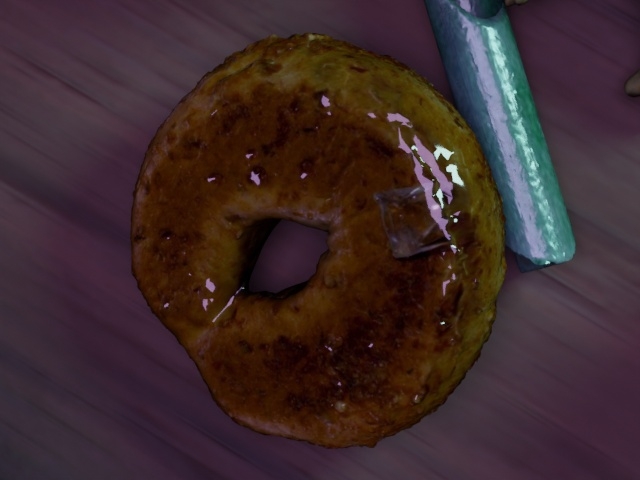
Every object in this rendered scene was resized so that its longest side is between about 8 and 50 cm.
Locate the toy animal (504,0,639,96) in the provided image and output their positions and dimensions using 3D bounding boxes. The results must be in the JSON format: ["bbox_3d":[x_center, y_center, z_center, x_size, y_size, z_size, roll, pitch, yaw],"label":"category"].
[{"bbox_3d":[0.157,-0.166,0.817,0.101,0.103,0.219,15,88,-26],"label":"toy animal"}]

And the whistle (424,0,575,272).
[{"bbox_3d":[0.075,-0.076,0.851,0.039,0.039,0.186,-16,89,9],"label":"whistle"}]

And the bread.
[{"bbox_3d":[0.000,0.000,0.848,0.193,0.064,0.193,4,101,22],"label":"bread"}]
